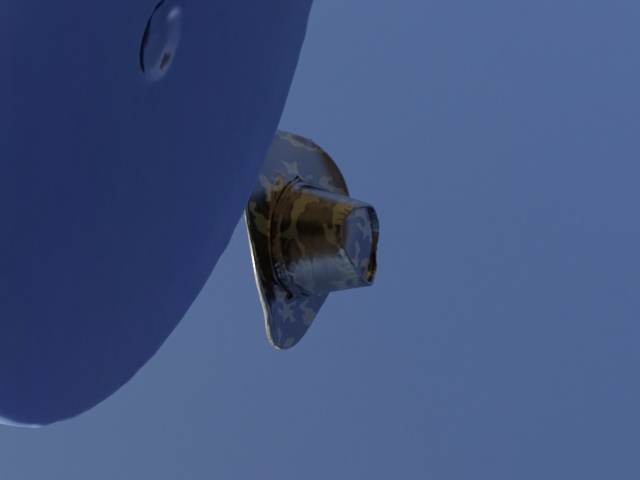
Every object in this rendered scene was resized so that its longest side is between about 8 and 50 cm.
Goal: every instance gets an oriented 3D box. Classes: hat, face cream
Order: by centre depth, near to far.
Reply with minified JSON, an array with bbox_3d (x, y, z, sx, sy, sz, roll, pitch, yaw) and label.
[{"bbox_3d":[-0.144,-0.092,0.529,0.225,0.249,0.249,20,-121,16],"label":"face cream"},{"bbox_3d":[0.000,0.000,0.827,0.050,0.121,0.121,1,-124,23],"label":"hat"}]
